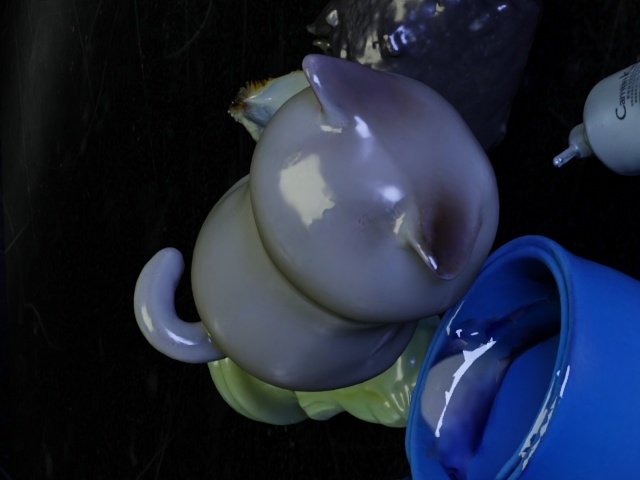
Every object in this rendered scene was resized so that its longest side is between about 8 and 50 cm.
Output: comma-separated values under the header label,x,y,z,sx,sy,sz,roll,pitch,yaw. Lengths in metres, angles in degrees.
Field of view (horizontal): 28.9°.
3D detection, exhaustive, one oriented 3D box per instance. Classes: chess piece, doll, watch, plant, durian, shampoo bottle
label,x,y,z,sx,sy,sz,roll,pitch,yaw
chess piece,0.027,0.111,1.320,0.298,0.176,0.175,-7,78,49
doll,0.015,-0.001,1.029,0.370,0.226,0.215,-41,70,53
watch,0.164,0.150,0.982,0.305,0.241,0.274,-12,58,68
plant,0.085,-0.156,1.196,0.276,0.199,0.188,-65,27,26
durian,-0.024,-0.136,1.446,0.144,0.139,0.252,-66,32,23
shampoo bottle,0.276,-0.105,0.919,0.262,0.085,0.085,-21,66,61
